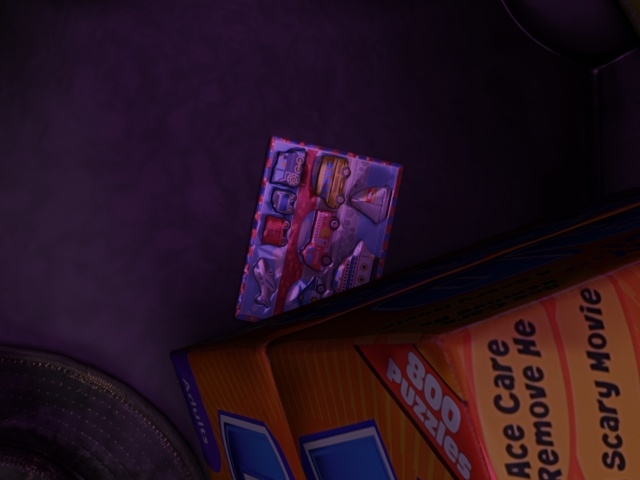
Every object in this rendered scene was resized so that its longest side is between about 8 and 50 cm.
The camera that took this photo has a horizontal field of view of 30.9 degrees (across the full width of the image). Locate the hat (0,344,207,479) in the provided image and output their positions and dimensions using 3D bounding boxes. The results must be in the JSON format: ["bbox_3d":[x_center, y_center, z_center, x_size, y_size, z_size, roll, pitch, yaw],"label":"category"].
[{"bbox_3d":[-0.207,0.219,0.677,0.331,0.134,0.331,2,80,-12],"label":"hat"}]

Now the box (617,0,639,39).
[{"bbox_3d":[0.247,-0.222,0.822,0.109,0.042,0.178,-33,97,-9],"label":"box"}]

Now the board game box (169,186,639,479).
[{"bbox_3d":[0.180,0.165,0.617,0.356,0.356,0.356,-19,91,-24],"label":"board game box"}]

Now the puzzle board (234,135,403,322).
[{"bbox_3d":[0.000,0.000,0.797,0.096,0.011,0.128,12,90,-11],"label":"puzzle board"}]
